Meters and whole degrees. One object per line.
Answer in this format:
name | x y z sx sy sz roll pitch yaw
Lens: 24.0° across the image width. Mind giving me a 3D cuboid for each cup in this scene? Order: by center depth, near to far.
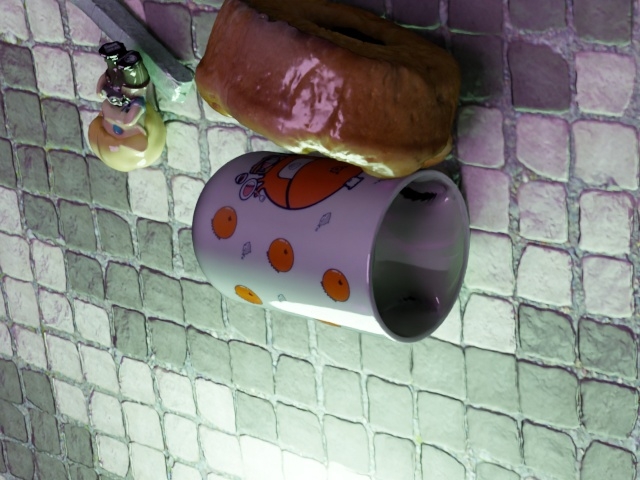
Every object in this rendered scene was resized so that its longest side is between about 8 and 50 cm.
cup | 0.000 0.000 1.906 0.317 0.212 0.212 9 116 38

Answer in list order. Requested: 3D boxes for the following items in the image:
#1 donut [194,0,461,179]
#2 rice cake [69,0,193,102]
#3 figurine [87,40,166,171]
donut | 0.012 -0.185 1.762 0.317 0.299 0.150 18 110 5
rice cake | -0.268 -0.287 2.108 0.245 0.042 0.045 45 144 14
figurine | -0.271 -0.182 2.092 0.114 0.108 0.196 27 146 19
